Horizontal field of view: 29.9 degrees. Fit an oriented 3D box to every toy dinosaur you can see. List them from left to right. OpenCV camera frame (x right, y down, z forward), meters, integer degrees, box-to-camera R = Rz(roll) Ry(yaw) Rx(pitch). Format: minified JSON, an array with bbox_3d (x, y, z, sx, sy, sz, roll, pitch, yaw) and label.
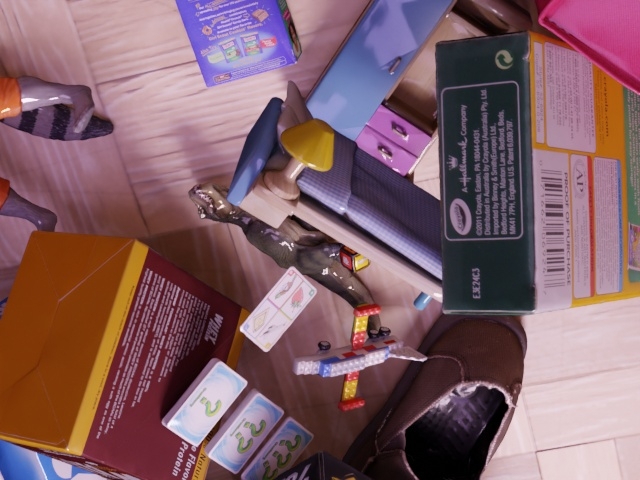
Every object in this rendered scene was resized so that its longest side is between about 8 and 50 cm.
[{"bbox_3d":[0.000,0.000,1.179,0.268,0.064,0.118,39,115,-17],"label":"toy dinosaur"}]

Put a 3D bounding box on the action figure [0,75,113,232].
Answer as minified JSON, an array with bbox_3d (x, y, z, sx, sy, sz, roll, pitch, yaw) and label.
[{"bbox_3d":[-0.387,-0.106,1.144,0.330,0.178,0.341,27,144,-1],"label":"action figure"}]

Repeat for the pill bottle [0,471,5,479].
[{"bbox_3d":[-0.471,0.247,1.264,0.323,0.181,0.181,-16,112,12],"label":"pill bottle"}]

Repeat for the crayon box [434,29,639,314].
[{"bbox_3d":[0.204,-0.049,0.995,0.083,0.323,0.203,-2,89,34],"label":"crayon box"}]

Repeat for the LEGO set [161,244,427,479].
[{"bbox_3d":[-0.010,0.123,1.130,0.244,0.060,0.182,-51,135,-7],"label":"LEGO set"}]

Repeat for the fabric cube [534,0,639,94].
[{"bbox_3d":[0.334,-0.226,0.932,0.259,0.258,0.254,35,112,-11],"label":"fabric cube"}]

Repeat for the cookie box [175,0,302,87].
[{"bbox_3d":[-0.077,-0.206,1.099,0.092,0.040,0.107,-14,113,12],"label":"cookie box"}]

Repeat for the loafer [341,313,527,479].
[{"bbox_3d":[0.098,0.237,1.233,0.134,0.130,0.365,19,115,-3],"label":"loafer"}]

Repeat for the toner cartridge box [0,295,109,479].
[{"bbox_3d":[-0.240,0.211,1.229,0.075,0.165,0.347,2,119,36],"label":"toner cartridge box"}]

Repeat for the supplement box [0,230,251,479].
[{"bbox_3d":[-0.189,0.118,1.112,0.129,0.191,0.194,4,160,33],"label":"supplement box"}]

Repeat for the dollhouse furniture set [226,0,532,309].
[{"bbox_3d":[0.108,-0.082,0.994,0.286,0.303,0.198,32,114,-9],"label":"dollhouse furniture set"}]

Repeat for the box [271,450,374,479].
[{"bbox_3d":[-0.005,0.353,1.206,0.293,0.073,0.295,-35,128,26],"label":"box"}]
